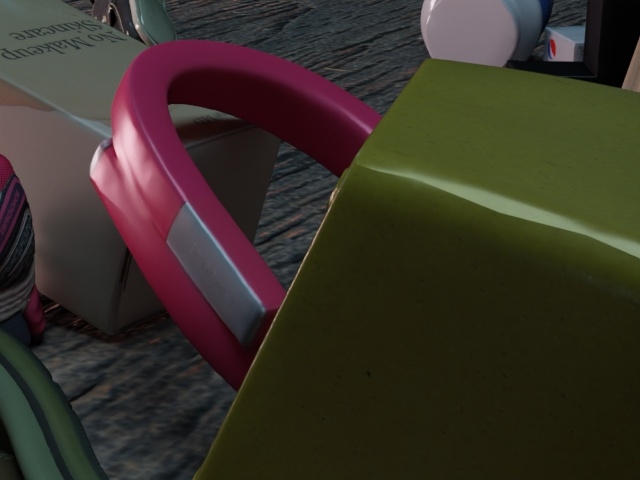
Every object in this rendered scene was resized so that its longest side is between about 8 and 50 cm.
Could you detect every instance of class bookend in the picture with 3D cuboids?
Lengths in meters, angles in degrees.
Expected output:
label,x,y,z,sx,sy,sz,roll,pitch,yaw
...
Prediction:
label,x,y,z,sx,sy,sz,roll,pitch,yaw
bookend,0.220,-0.142,1.237,0.157,0.156,0.072,0,19,-2

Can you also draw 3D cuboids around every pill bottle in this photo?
label,x,y,z,sx,sy,sz,roll,pitch,yaw
pill bottle,0.170,-0.234,1.540,0.124,0.124,0.221,6,19,11

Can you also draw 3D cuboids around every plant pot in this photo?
label,x,y,z,sx,sy,sz,roll,pitch,yaw
plant pot,0.075,0.056,0.489,0.187,0.212,0.212,27,22,3

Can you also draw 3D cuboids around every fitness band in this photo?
label,x,y,z,sx,sy,sz,roll,pitch,yaw
fitness band,0.000,0.000,0.790,0.209,0.054,0.291,1,43,-42

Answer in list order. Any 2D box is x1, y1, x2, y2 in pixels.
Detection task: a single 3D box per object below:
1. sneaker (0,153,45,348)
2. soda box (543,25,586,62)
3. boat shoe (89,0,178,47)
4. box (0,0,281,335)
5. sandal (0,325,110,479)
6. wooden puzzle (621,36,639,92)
label,x,y,z,sx,sy,sz,roll,pitch,yaw
sneaker,-0.271,0.032,0.768,0.120,0.112,0.299,13,23,30
soda box,0.329,-0.172,1.461,0.216,0.069,0.074,-4,21,-14
boat shoe,-0.210,-0.241,1.644,0.079,0.084,0.233,-37,29,6
box,-0.192,-0.077,0.960,0.311,0.121,0.148,28,28,23
sandal,-0.115,0.118,0.541,0.086,0.120,0.303,-22,28,-21
wooden puzzle,0.339,-0.128,1.112,0.221,0.239,0.044,17,-2,37
